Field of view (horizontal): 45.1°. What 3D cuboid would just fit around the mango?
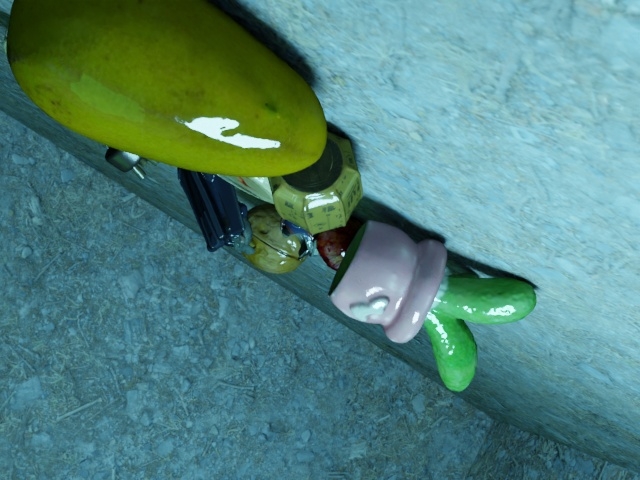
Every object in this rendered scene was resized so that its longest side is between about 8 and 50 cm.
[{"bbox_3d":[-0.199,-0.218,1.053,0.445,0.232,0.300,21,168,-12],"label":"mango"}]

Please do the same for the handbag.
[{"bbox_3d":[-0.238,-0.084,1.784,0.325,0.118,0.269,158,93,-79],"label":"handbag"}]

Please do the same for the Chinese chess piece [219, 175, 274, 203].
[{"bbox_3d":[-0.146,-0.168,1.458,0.249,0.103,0.250,31,171,5],"label":"Chinese chess piece"}]

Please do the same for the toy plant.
[{"bbox_3d":[0.194,0.122,1.504,0.356,0.211,0.317,21,130,-9],"label":"toy plant"}]

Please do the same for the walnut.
[{"bbox_3d":[-0.118,-0.004,1.946,0.207,0.167,0.167,31,171,26],"label":"walnut"}]

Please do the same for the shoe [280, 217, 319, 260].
[{"bbox_3d":[0.000,0.000,1.771,0.227,0.125,0.099,34,166,-11],"label":"shoe"}]

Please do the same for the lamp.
[{"bbox_3d":[-0.009,-0.098,1.275,0.161,0.161,0.185,29,169,9],"label":"lamp"}]

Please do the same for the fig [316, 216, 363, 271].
[{"bbox_3d":[0.066,0.011,1.664,0.150,0.128,0.128,20,166,23],"label":"fig"}]

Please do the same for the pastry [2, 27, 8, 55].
[{"bbox_3d":[-0.579,-0.377,1.689,0.258,0.089,0.121,28,174,4],"label":"pastry"}]

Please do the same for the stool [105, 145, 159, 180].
[{"bbox_3d":[-0.498,-0.242,2.018,0.121,0.125,0.217,35,178,-33],"label":"stool"}]
